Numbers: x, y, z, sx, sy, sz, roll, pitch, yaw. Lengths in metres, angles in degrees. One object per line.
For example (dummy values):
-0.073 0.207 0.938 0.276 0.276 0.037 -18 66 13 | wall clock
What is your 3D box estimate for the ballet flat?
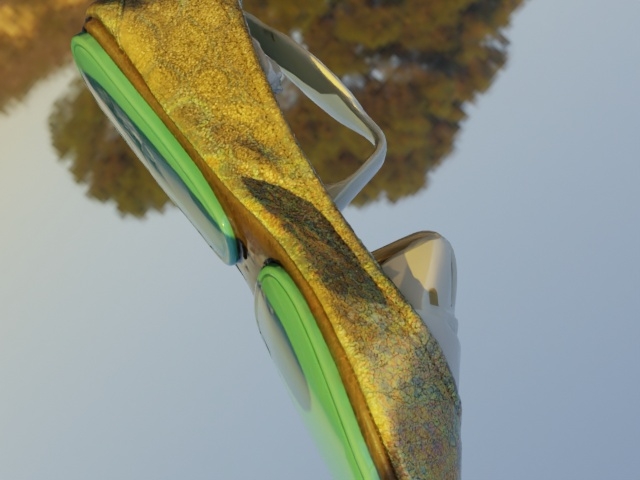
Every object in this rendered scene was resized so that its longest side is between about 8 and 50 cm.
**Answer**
0.000 0.000 0.762 0.123 0.348 0.123 -30 162 -11 | ballet flat
